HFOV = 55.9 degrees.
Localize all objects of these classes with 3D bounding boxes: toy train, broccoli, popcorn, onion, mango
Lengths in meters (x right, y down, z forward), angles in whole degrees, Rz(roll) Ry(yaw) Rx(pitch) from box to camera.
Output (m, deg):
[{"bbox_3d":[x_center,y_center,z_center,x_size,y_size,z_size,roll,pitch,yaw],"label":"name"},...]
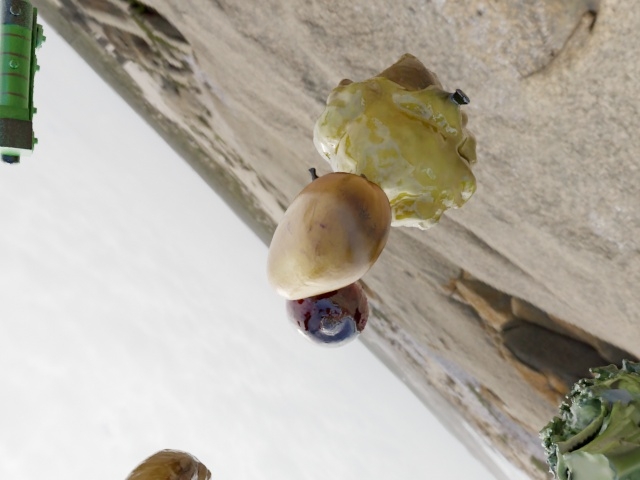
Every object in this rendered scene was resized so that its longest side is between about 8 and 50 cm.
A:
[{"bbox_3d":[-0.457,-0.240,0.900,0.085,0.251,0.119,2,178,-26],"label":"toy train"},{"bbox_3d":[0.498,0.333,0.887,0.375,0.302,0.249,-10,108,56],"label":"broccoli"},{"bbox_3d":[0.135,-0.177,1.009,0.297,0.316,0.281,22,148,-33],"label":"popcorn"},{"bbox_3d":[0.010,0.101,0.920,0.131,0.131,0.131,47,177,3],"label":"onion"},{"bbox_3d":[0.000,0.000,0.780,0.112,0.219,0.145,19,-134,-36],"label":"mango"}]

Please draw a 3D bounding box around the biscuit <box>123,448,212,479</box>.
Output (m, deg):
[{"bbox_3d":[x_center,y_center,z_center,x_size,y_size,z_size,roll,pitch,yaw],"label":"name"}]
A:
[{"bbox_3d":[-0.229,0.380,0.739,0.091,0.274,0.213,17,139,14],"label":"biscuit"}]
